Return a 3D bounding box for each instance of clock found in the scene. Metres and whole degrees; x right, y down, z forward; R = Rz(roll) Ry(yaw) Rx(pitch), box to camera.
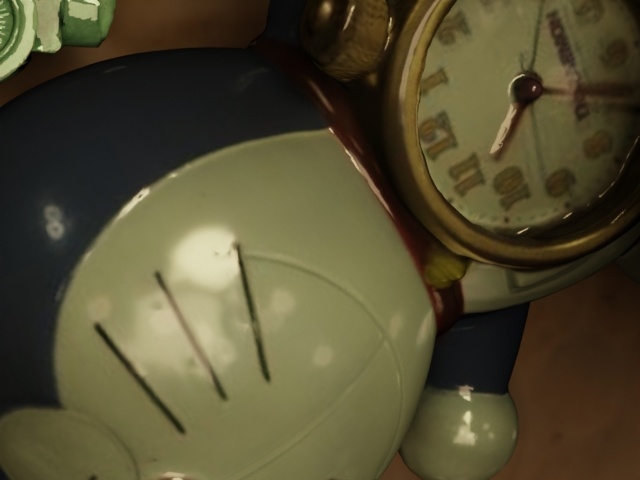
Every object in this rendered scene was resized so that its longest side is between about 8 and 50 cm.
[{"bbox_3d":[0.000,0.000,0.557,0.243,0.146,0.199,-30,120,-10],"label":"clock"}]

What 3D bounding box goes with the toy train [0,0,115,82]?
[{"bbox_3d":[-0.146,-0.102,0.548,0.176,0.074,0.118,5,94,-7],"label":"toy train"}]
